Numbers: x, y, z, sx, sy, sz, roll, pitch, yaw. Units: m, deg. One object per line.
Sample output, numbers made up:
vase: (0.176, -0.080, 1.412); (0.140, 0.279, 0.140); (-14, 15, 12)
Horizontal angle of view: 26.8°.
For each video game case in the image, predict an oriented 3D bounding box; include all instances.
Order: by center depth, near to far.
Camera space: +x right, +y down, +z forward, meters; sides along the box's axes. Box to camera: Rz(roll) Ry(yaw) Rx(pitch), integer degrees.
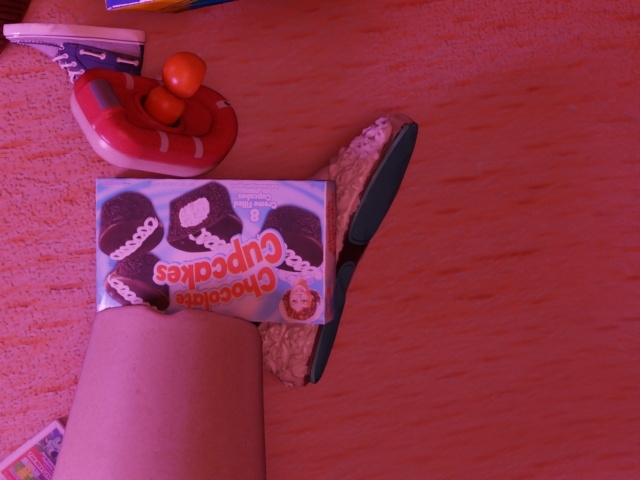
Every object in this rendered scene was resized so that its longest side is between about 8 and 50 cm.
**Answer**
video game case: (-0.370, 0.377, 1.843); (0.183, 0.023, 0.201); (-38, 98, -6)

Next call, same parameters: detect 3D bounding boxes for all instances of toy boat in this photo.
toy boat: (-0.197, -0.179, 1.737); (0.151, 0.231, 0.151); (-49, 57, 27)

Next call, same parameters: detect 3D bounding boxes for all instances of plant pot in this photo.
plant pot: (-0.200, 0.251, 1.728); (0.334, 0.334, 0.305); (7, 76, -11)

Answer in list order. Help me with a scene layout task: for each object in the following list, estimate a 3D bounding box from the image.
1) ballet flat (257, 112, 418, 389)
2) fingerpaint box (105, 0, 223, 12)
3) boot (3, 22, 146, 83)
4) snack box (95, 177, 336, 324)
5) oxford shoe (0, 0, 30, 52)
ballet flat: (0.000, 0.000, 1.839); (0.147, 0.147, 0.409); (22, 89, -11)
fingerpaint box: (-0.112, -0.531, 1.666); (0.371, 0.163, 0.445); (-5, 96, 29)
boot: (-0.324, -0.242, 1.780); (0.190, 0.069, 0.086); (1, 97, -21)
snack box: (-0.139, 0.011, 1.779); (0.322, 0.060, 0.187); (1, 93, 15)
oxford shoe: (-0.446, -0.382, 1.754); (0.130, 0.123, 0.348); (19, 93, 18)
